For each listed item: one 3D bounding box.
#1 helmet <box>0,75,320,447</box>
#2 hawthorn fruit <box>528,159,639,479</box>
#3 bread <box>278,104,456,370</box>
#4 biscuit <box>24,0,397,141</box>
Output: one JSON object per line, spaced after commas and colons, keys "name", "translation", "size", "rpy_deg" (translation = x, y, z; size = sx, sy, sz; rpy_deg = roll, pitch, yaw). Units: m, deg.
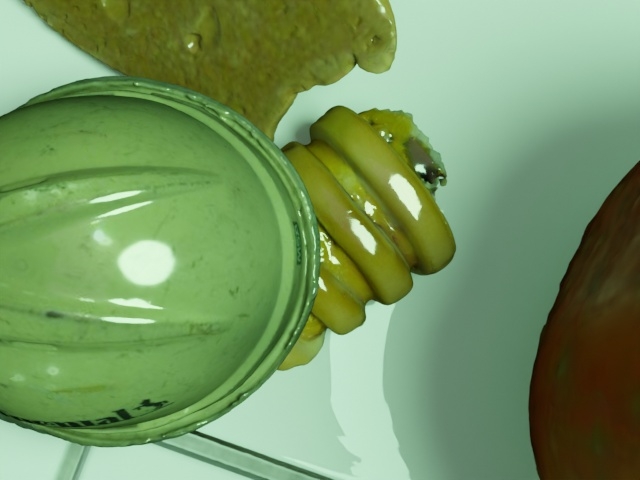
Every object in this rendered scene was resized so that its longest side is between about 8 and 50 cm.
{"name": "helmet", "translation": [-0.140, 0.013, 0.421], "size": [0.257, 0.137, 0.204], "rpy_deg": [-9, 88, 14]}
{"name": "hawthorn fruit", "translation": [0.276, 0.085, 0.396], "size": [0.402, 0.403, 0.403], "rpy_deg": [1, 85, -6]}
{"name": "bread", "translation": [0.000, 0.000, 0.508], "size": [0.177, 0.084, 0.119], "rpy_deg": [-38, 90, -4]}
{"name": "biscuit", "translation": [-0.073, -0.138, 0.496], "size": [0.250, 0.035, 0.163], "rpy_deg": [14, 121, 14]}
